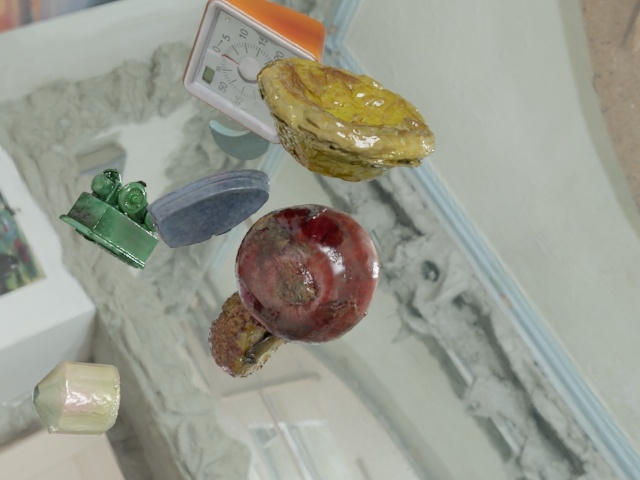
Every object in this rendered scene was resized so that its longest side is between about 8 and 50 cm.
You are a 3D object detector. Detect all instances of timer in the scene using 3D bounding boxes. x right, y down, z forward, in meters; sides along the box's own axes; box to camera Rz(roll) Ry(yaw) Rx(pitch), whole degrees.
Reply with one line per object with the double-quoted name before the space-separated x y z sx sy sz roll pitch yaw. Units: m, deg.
"timer" -0.141 -0.370 1.722 0.250 0.161 0.257 20 -41 -10

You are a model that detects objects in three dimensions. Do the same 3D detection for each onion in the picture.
"onion" -0.027 0.063 1.571 0.276 0.276 0.276 39 -38 39

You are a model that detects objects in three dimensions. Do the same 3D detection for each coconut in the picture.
"coconut" -0.466 0.298 1.577 0.147 0.153 0.147 -25 -119 60

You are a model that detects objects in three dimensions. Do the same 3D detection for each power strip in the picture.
"power strip" -0.223 -0.339 2.632 0.254 0.054 0.167 -11 -65 28

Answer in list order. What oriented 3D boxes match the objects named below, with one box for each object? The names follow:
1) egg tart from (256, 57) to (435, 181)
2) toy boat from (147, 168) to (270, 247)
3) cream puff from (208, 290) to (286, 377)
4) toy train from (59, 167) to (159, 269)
"egg tart" 0.038 -0.195 1.417 0.341 0.341 0.129 41 -56 37
"toy boat" -0.242 -0.081 1.873 0.078 0.283 0.127 -120 -170 -49
"cream puff" -0.148 0.189 1.819 0.164 0.240 0.240 52 -30 7
"toy train" -0.514 -0.063 2.153 0.145 0.201 0.266 26 -11 34
